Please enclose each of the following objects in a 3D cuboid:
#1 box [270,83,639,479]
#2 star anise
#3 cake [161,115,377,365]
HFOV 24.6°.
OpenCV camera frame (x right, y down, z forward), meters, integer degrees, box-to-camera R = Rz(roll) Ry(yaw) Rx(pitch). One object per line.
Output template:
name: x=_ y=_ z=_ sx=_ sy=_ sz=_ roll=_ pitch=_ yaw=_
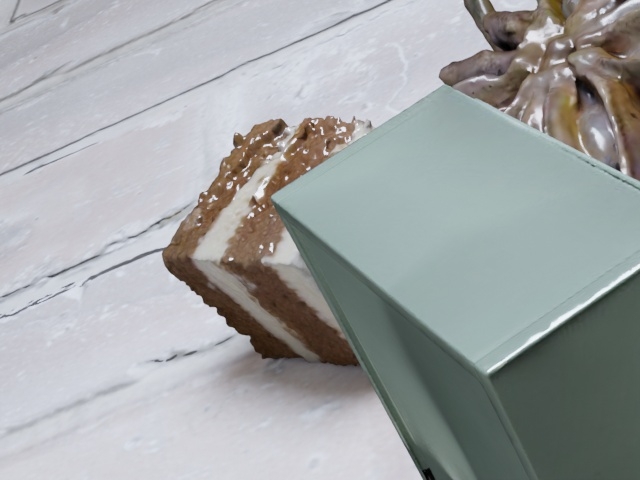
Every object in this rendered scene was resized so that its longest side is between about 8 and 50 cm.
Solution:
box: x=0.111 y=0.069 z=0.680 sx=0.117 sy=0.225 sz=0.225 roll=-33 pitch=28 yaw=-9
star anise: x=0.184 y=-0.108 z=1.031 sx=0.349 sy=0.109 sz=0.292 roll=4 pitch=48 yaw=50
cake: x=0.000 y=0.000 z=0.973 sx=0.147 sy=0.134 sz=0.135 roll=-3 pitch=50 yaw=55
